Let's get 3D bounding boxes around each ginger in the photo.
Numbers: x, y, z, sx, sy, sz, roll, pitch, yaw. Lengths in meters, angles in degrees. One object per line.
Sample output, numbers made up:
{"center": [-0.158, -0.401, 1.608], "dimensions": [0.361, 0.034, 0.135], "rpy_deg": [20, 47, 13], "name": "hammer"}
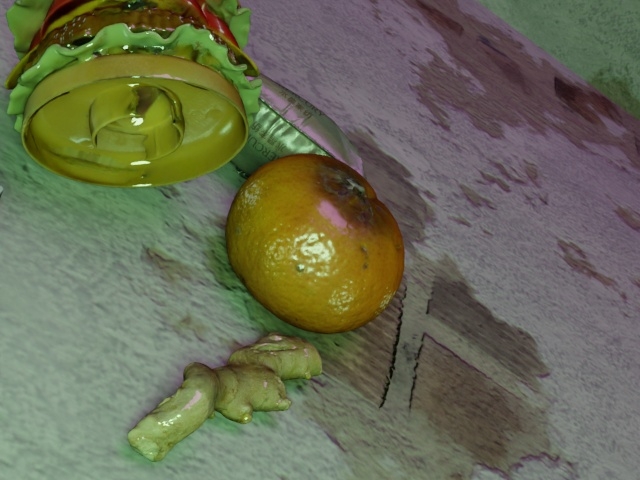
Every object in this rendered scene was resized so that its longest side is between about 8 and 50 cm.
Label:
{"center": [-0.082, 0.147, 1.019], "dimensions": [0.089, 0.075, 0.288], "rpy_deg": [50, 26, 10], "name": "ginger"}

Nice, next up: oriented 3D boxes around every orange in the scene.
{"center": [0.000, 0.000, 1.207], "dimensions": [0.224, 0.170, 0.224], "rpy_deg": [26, 33, -18], "name": "orange"}

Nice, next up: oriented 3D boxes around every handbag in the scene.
{"center": [-0.063, -0.131, 1.363], "dimensions": [0.270, 0.182, 0.117], "rpy_deg": [39, 72, -2], "name": "handbag"}

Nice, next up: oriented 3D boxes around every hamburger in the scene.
{"center": [-0.205, -0.202, 1.140], "dimensions": [0.274, 0.274, 0.212], "rpy_deg": [13, 59, -38], "name": "hamburger"}

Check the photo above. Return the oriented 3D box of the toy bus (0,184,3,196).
{"center": [-0.400, -0.048, 0.862], "dimensions": [0.234, 0.134, 0.116], "rpy_deg": [33, 27, 1], "name": "toy bus"}
